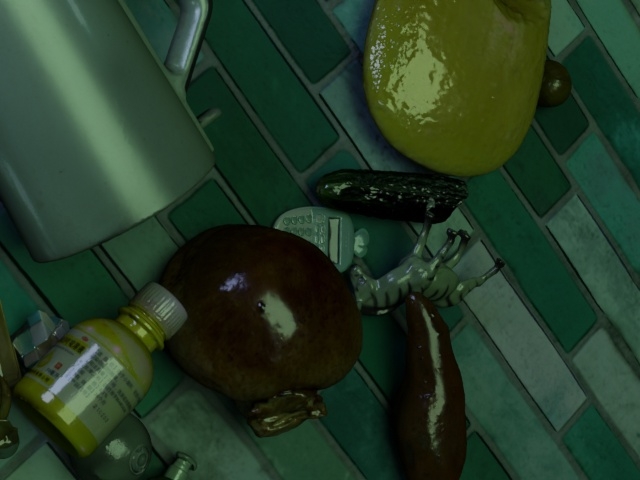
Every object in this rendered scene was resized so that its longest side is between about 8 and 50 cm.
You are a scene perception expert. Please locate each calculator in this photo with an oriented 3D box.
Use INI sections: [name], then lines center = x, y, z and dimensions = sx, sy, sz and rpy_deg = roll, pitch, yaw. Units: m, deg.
[calculator]
center = 0.000, 0.000, 1.849
dimensions = 0.153, 0.021, 0.095
rpy_deg = 4, 83, -29

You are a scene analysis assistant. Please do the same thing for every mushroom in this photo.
[mushroom]
center = -0.069, 0.111, 1.700
dimensions = 0.263, 0.195, 0.283
rpy_deg = -19, 95, -36

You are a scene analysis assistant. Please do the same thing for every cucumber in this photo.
[cucumber]
center = 0.098, -0.065, 1.883
dimensions = 0.241, 0.074, 0.075
rpy_deg = 4, 83, -28

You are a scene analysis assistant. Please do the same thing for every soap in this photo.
[soap]
center = 0.210, -0.306, 1.948
dimensions = 0.306, 0.115, 0.428
rpy_deg = 20, 75, -30

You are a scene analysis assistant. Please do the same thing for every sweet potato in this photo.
[sweet potato]
center = 0.154, 0.251, 1.863
dimensions = 0.112, 0.112, 0.359
rpy_deg = 1, 88, -30

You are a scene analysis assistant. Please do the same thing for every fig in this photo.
[fig]
center = 0.361, -0.242, 2.054
dimensions = 0.088, 0.074, 0.074
rpy_deg = 19, 74, -56

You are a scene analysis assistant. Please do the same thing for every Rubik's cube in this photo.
[Rubik's cube]
center = -0.339, 0.127, 1.611
dimensions = 0.075, 0.073, 0.084
rpy_deg = 38, 70, -22

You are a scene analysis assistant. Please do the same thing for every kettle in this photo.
[kettle]
center = -0.280, -0.223, 1.551
dimensions = 0.361, 0.250, 0.377
rpy_deg = -35, 108, -21

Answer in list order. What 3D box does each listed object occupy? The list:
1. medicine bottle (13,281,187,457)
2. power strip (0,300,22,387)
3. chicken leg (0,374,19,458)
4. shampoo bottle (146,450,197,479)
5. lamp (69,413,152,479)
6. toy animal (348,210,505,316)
[medicine bottle]
center = -0.253, 0.145, 1.564
dimensions = 0.122, 0.122, 0.212
rpy_deg = 49, 67, -16
[power strip]
center = -0.415, 0.060, 1.580
dimensions = 0.044, 0.064, 0.306
rpy_deg = -14, 92, -36
[chicken leg]
center = -0.558, 0.207, 1.444
dimensions = 0.429, 0.152, 0.201
rpy_deg = -16, 101, -23
[shampoo bottle]
center = -0.219, 0.362, 1.665
dimensions = 0.065, 0.065, 0.205
rpy_deg = 38, 68, -21
[lamp]
center = -0.259, 0.259, 1.625
dimensions = 0.105, 0.105, 0.105
rpy_deg = 3, 83, -29
[toy animal]
center = 0.150, 0.056, 1.891
dimensions = 0.217, 0.073, 0.176
rpy_deg = 24, 105, -43
